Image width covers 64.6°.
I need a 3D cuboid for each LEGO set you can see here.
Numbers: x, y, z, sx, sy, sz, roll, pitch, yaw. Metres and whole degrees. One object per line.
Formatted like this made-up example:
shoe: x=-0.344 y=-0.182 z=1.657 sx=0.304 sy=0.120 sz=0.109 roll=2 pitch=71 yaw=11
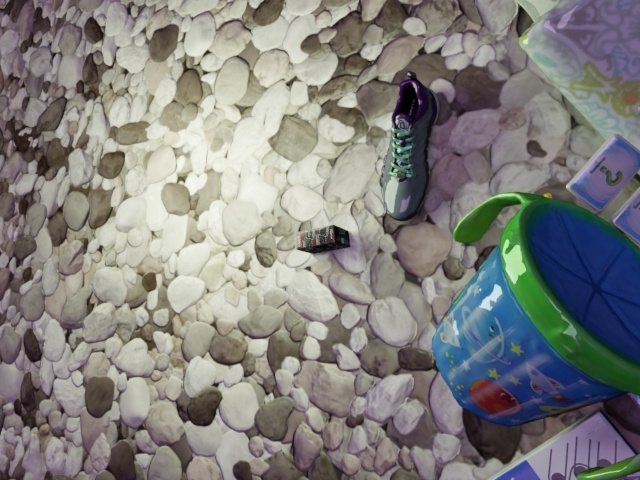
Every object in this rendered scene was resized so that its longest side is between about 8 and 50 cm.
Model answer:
LEGO set: x=0.422 y=-0.095 z=0.537 sx=0.182 sy=0.060 sz=0.244 roll=36 pitch=106 yaw=-6

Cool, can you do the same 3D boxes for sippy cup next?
sippy cup: x=0.261 y=0.107 z=0.610 sx=0.239 sy=0.306 sz=0.224 roll=30 pitch=134 yaw=-5

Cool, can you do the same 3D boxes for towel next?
towel: x=0.471 y=-0.254 z=0.574 sx=0.320 sy=0.090 sz=0.374 roll=44 pitch=101 yaw=-3

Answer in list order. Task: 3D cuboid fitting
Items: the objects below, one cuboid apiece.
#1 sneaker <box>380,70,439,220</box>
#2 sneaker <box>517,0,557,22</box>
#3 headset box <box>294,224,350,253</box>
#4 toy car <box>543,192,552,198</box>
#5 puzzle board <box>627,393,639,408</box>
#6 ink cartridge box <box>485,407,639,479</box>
sneaker: x=0.128 y=-0.146 z=0.801 sx=0.083 sy=0.098 sz=0.224 roll=6 pitch=85 yaw=28
sneaker: x=0.388 y=-0.305 z=0.688 sx=0.330 sy=0.146 sz=0.122 roll=40 pitch=96 yaw=2
headset box: x=0.000 y=0.000 z=0.865 sx=0.083 sy=0.062 sz=0.032 roll=-10 pitch=77 yaw=27
toy car: x=0.298 y=-0.011 z=0.722 sx=0.060 sy=0.040 sz=0.122 roll=2 pitch=83 yaw=28
puzzle board: x=0.427 y=0.162 z=0.644 sx=0.096 sy=0.011 sz=0.128 roll=-41 pitch=66 yaw=16
ink cartridge box: x=0.311 y=0.319 z=0.660 sx=0.207 sy=0.046 sz=0.097 roll=-42 pitch=65 yaw=16
